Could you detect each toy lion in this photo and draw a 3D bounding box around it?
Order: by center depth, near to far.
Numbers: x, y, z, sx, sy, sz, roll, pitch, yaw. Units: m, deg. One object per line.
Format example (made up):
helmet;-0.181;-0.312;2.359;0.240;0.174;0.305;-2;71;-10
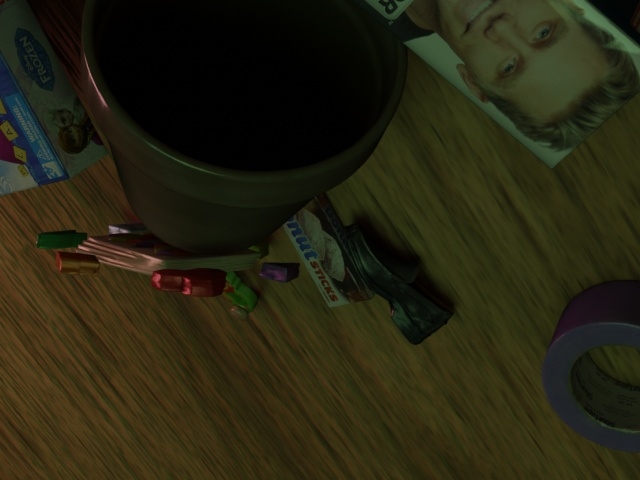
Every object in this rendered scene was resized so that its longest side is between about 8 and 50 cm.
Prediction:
toy lion;-0.120;0.051;1.901;0.100;0.034;0.096;32;160;-1

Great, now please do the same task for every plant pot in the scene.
plant pot;-0.098;-0.133;1.627;0.323;0.323;0.280;29;150;3

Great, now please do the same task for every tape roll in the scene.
tape roll;0.348;0.142;1.747;0.189;0.080;0.189;12;129;15

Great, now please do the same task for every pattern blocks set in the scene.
pattern blocks set;-0.173;0.013;1.777;0.325;0.285;0.026;9;101;35

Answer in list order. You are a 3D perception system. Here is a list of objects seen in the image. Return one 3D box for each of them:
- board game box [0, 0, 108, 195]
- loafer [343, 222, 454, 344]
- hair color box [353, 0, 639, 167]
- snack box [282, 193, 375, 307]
board game box;-0.414;-0.195;1.698;0.318;0.066;0.319;-10;112;47
loafer;0.089;0.041;1.814;0.061;0.062;0.170;-32;113;16
hair color box;0.161;-0.250;1.517;0.347;0.105;0.174;39;132;-7
snack box;0.000;0.000;1.839;0.064;0.022;0.178;-12;119;33
